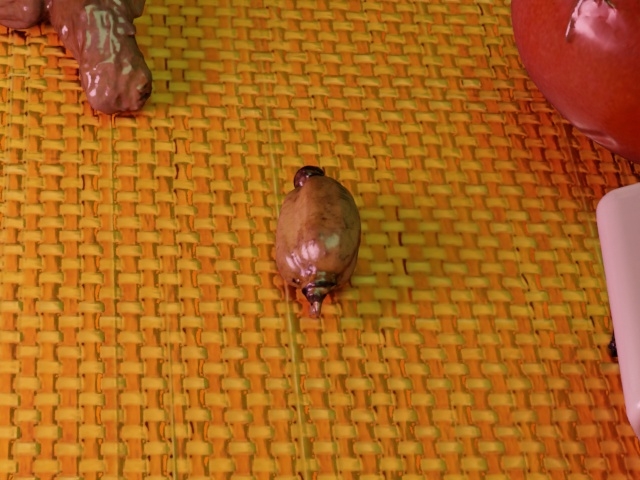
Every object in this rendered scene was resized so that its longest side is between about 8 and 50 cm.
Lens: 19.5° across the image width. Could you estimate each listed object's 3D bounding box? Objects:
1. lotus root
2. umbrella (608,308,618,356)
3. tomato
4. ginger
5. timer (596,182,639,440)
[{"bbox_3d":[0.000,0.000,1.487,0.072,0.063,0.152,-22,43,23],"label":"lotus root"},{"bbox_3d":[0.254,0.037,1.507,0.040,0.037,0.144,0,46,11],"label":"umbrella"},{"bbox_3d":[0.328,-0.191,1.594,0.341,0.273,0.341,1,61,-1],"label":"tomato"},{"bbox_3d":[-0.243,-0.218,1.655,0.122,0.084,0.290,-25,54,-38],"label":"ginger"},{"bbox_3d":[0.319,0.068,1.322,0.194,0.192,0.195,-15,51,17],"label":"timer"}]
